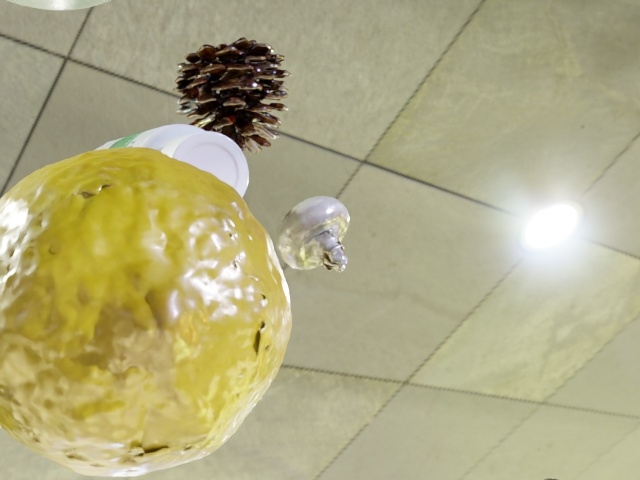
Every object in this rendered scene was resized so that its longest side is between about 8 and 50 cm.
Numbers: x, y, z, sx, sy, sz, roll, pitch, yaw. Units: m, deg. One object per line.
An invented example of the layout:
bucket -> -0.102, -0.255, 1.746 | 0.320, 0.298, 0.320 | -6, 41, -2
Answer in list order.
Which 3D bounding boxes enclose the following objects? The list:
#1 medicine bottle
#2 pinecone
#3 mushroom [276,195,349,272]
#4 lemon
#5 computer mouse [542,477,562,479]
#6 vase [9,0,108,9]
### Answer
medicine bottle -> -0.150, -0.056, 0.745 | 0.095, 0.260, 0.095 | 0, 90, -31
pinecone -> -0.118, -0.181, 1.090 | 0.163, 0.163, 0.165 | -6, 93, -20
mushroom -> 0.000, 0.000, 0.823 | 0.085, 0.079, 0.085 | -26, 144, -21
lemon -> -0.116, 0.041, 0.485 | 0.192, 0.231, 0.192 | -2, 95, -23
computer mouse -> 0.301, 0.350, 0.776 | 0.087, 0.168, 0.295 | -32, 102, -16
vase -> -0.143, -0.271, 0.458 | 0.245, 0.245, 0.291 | -6, 176, -20
